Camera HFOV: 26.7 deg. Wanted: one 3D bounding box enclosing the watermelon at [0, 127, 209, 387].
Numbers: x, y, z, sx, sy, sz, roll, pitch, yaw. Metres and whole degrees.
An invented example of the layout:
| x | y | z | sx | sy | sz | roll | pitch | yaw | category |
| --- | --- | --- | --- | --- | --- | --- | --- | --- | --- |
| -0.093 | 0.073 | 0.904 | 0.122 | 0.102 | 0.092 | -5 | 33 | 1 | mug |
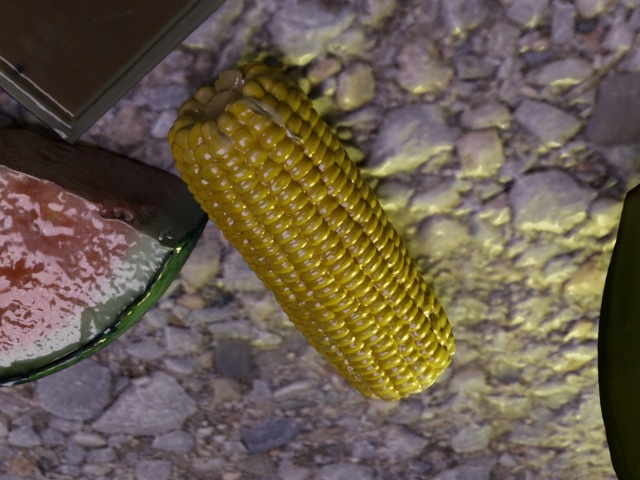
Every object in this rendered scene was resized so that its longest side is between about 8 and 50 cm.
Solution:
| x | y | z | sx | sy | sz | roll | pitch | yaw | category |
| --- | --- | --- | --- | --- | --- | --- | --- | --- | --- |
| -0.233 | 0.002 | 0.866 | 0.318 | 0.148 | 0.226 | -7 | 118 | 13 | watermelon |

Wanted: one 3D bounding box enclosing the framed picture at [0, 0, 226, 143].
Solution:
| x | y | z | sx | sy | sz | roll | pitch | yaw | category |
| --- | --- | --- | --- | --- | --- | --- | --- | --- | --- |
| -0.194 | -0.228 | 0.751 | 0.335 | 0.022 | 0.247 | 40 | 124 | -20 | framed picture |

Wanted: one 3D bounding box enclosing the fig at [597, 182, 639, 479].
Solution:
| x | y | z | sx | sy | sz | roll | pitch | yaw | category |
| --- | --- | --- | --- | --- | --- | --- | --- | --- | --- |
| 0.291 | 0.078 | 0.750 | 0.316 | 0.316 | 0.316 | 5 | 127 | 6 | fig |

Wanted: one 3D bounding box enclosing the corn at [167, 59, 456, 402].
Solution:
| x | y | z | sx | sy | sz | roll | pitch | yaw | category |
| --- | --- | --- | --- | --- | --- | --- | --- | --- | --- |
| 0.000 | 0.000 | 0.846 | 0.093 | 0.093 | 0.244 | -23 | 120 | 25 | corn |
